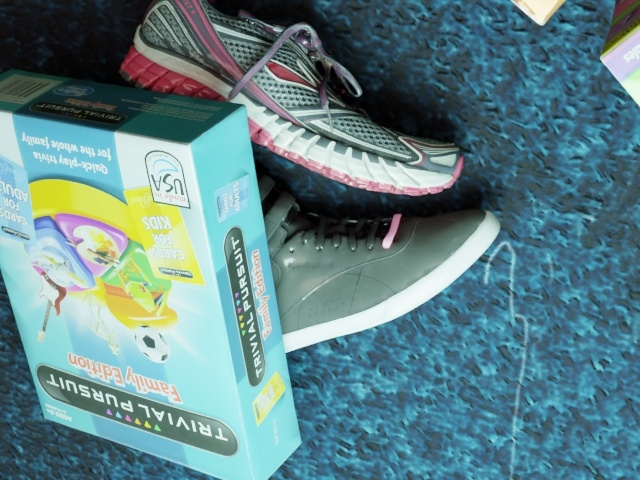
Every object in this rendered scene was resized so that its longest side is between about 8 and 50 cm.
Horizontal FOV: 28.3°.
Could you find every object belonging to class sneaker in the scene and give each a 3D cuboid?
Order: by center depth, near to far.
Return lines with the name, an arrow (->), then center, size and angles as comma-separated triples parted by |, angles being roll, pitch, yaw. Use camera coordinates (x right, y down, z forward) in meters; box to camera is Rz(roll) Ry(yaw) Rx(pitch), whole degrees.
sneaker -> -0.016, -0.123, 1.058 | 0.299, 0.121, 0.112 | 25, 93, 0
sneaker -> 0.000, 0.000, 1.099 | 0.296, 0.104, 0.147 | -22, 107, 25

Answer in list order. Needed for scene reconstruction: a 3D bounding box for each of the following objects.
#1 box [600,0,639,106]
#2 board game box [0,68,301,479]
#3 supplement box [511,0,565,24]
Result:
box -> 0.319, -0.172, 0.879 | 0.213, 0.243, 0.117 | -39, 96, 24
board game box -> -0.162, 0.034, 1.093 | 0.254, 0.079, 0.336 | 12, 125, 31
supplement box -> 0.224, -0.276, 0.957 | 0.080, 0.078, 0.233 | 41, 115, -2
